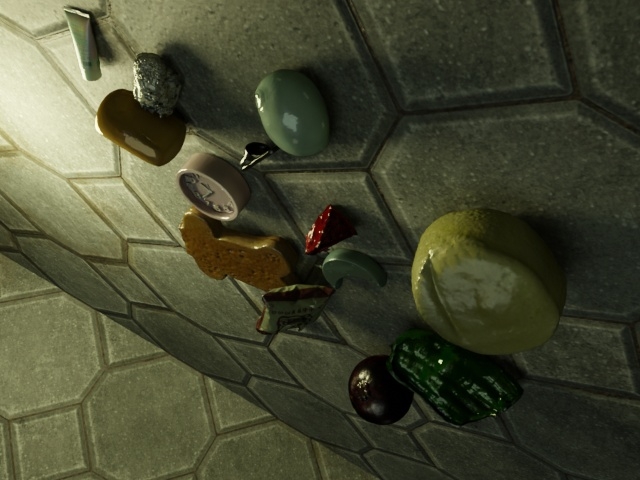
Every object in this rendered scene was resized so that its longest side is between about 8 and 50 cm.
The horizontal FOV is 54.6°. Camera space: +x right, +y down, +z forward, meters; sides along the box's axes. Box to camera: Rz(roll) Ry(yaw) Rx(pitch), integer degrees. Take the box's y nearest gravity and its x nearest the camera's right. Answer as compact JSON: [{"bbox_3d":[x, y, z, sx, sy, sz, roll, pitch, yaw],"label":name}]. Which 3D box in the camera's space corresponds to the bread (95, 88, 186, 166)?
[{"bbox_3d":[-0.439,-0.283,1.519,0.217,0.147,0.098,27,164,-2],"label":"bread"}]

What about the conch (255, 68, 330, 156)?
[{"bbox_3d":[-0.060,-0.252,1.282,0.185,0.121,0.221,48,168,36],"label":"conch"}]

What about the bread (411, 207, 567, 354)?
[{"bbox_3d":[0.343,0.078,1.287,0.320,0.237,0.321,11,137,10],"label":"bread"}]

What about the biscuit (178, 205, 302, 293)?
[{"bbox_3d":[-0.241,0.035,1.896,0.394,0.076,0.368,18,147,16],"label":"biscuit"}]

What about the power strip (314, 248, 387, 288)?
[{"bbox_3d":[0.071,0.081,1.705,0.216,0.044,0.137,-5,135,44],"label":"power strip"}]

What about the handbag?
[{"bbox_3d":[-0.084,0.200,1.838,0.212,0.127,0.235,-8,156,-18],"label":"handbag"}]

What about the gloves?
[{"bbox_3d":[-0.378,-0.358,1.428,0.114,0.070,0.153,26,141,5],"label":"gloves"}]

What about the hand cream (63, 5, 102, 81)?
[{"bbox_3d":[-0.559,-0.464,1.471,0.076,0.047,0.174,22,140,16],"label":"hand cream"}]

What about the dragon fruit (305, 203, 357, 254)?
[{"bbox_3d":[0.018,0.005,1.577,0.092,0.123,0.192,22,150,-15],"label":"dragon fruit"}]

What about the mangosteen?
[{"bbox_3d":[0.216,0.486,2.036,0.228,0.228,0.265,-3,174,44],"label":"mangosteen"}]

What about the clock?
[{"bbox_3d":[-0.290,-0.142,1.675,0.196,0.068,0.197,23,149,15],"label":"clock"}]

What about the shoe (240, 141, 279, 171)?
[{"bbox_3d":[-0.147,-0.211,1.458,0.159,0.062,0.053,-16,113,52],"label":"shoe"}]

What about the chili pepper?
[{"bbox_3d":[0.370,0.387,1.769,0.384,0.213,0.167,27,-168,14],"label":"chili pepper"}]
